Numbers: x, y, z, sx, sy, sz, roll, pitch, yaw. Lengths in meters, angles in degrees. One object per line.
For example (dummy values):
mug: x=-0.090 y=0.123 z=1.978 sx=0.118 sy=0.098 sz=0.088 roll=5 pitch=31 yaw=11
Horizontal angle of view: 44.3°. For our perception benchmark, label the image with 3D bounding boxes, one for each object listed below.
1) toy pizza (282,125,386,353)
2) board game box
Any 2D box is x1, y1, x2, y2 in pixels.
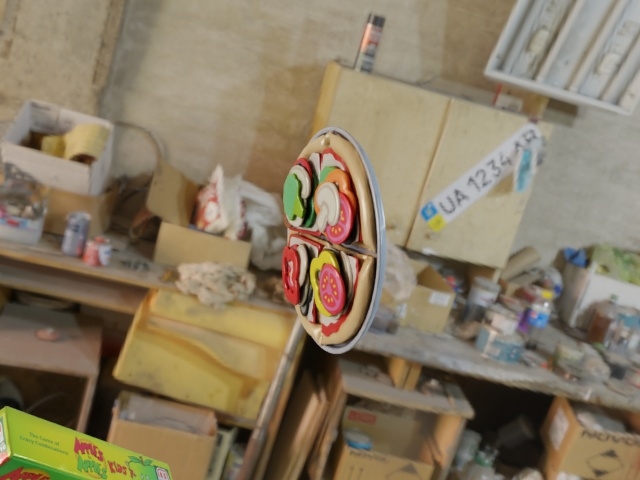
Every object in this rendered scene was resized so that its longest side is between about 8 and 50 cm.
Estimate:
toy pizza: x=0.000 y=0.000 z=0.696 sx=0.032 sy=0.201 sz=0.201 roll=-1 pitch=20 yaw=-23
board game box: x=-0.205 y=0.196 z=0.614 sx=0.181 sy=0.092 sz=0.043 roll=42 pitch=14 yaw=-49
